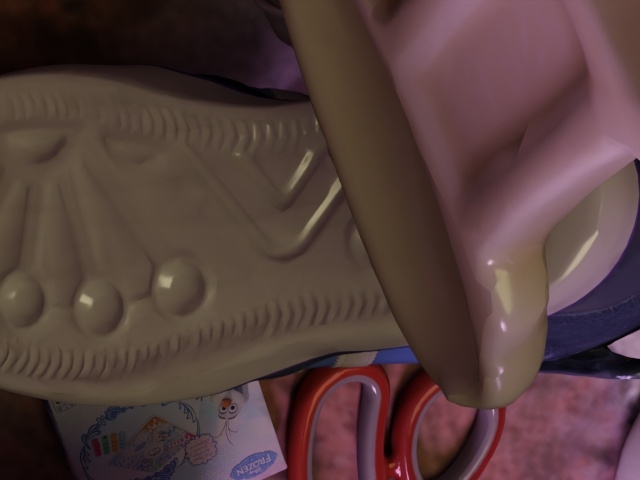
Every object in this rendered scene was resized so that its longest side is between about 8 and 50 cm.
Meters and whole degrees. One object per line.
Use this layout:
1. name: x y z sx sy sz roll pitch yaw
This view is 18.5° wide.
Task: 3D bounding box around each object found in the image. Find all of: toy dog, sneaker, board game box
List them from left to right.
1. board game box: -0.069 0.078 0.856 0.090 0.020 0.090 -23 116 -13
2. sneaker: 0.000 -0.001 0.797 0.323 0.236 0.130 -4 85 22
3. toy dog: 0.189 -0.171 0.570 0.408 0.284 0.395 -17 71 -18

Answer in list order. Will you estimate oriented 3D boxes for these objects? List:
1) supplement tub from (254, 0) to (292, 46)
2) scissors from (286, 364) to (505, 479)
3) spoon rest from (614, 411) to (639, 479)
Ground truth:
1. supplement tub: -0.002 -0.185 0.713 0.144 0.144 0.199 -30 118 -9
2. scissors: 0.034 0.187 0.944 0.109 0.021 0.297 -8 113 -22
3. spoon rest: 0.190 0.185 0.983 0.137 0.084 0.276 13 91 -27
